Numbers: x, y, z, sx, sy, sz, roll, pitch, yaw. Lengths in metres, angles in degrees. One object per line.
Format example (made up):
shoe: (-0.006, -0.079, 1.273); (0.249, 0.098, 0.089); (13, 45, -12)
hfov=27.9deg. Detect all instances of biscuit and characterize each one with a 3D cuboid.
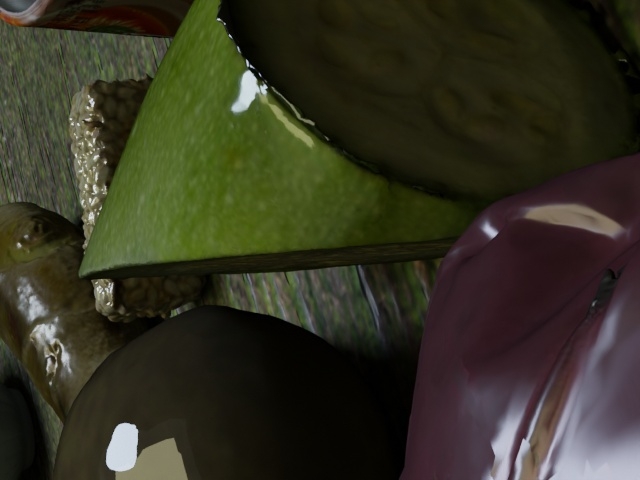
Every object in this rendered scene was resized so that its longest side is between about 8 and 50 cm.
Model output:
biscuit: (-0.130, -0.028, 0.883); (0.070, 0.082, 0.168); (-16, 83, 62)

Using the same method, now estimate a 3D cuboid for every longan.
longan: (-0.052, 0.130, 0.688); (0.212, 0.198, 0.198); (8, 103, 59)

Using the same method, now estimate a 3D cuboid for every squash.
squash: (0.000, 0.000, 0.565); (0.189, 0.189, 0.260); (62, 142, 31)

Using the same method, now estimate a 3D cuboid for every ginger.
ginger: (-0.201, 0.056, 1.002); (0.116, 0.109, 0.263); (-54, 46, 15)

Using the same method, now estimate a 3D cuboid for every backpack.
backpack: (0.122, 0.129, 0.379); (0.283, 0.197, 0.317); (15, 104, 59)

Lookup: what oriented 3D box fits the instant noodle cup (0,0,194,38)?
instant noodle cup: (-0.059, -0.204, 0.612); (0.250, 0.192, 0.250); (19, 112, 57)

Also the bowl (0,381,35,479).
bowl: (-0.339, 0.196, 1.293); (0.189, 0.086, 0.189); (24, 118, 55)
